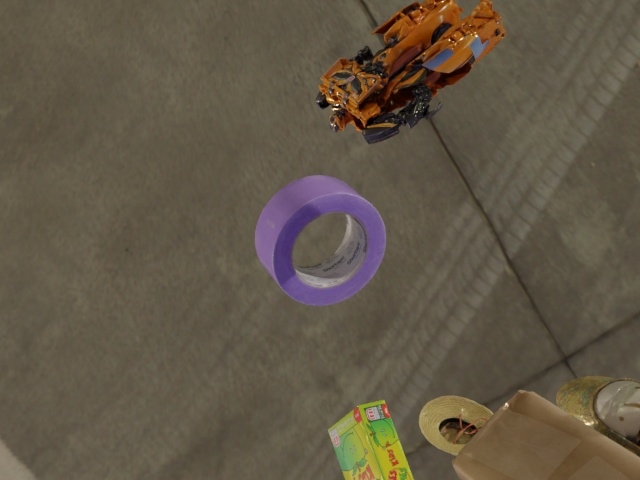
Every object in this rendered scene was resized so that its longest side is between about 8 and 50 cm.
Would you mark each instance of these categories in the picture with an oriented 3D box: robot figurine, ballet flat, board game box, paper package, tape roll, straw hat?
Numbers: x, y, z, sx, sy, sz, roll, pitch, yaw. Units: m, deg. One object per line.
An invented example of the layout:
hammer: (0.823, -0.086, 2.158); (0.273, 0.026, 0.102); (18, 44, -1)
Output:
robot figurine: (0.123, -0.268, 1.515); (0.291, 0.211, 0.085); (-39, 134, -9)
ballet flat: (0.496, 0.272, 1.429); (0.123, 0.348, 0.123); (-33, 139, -34)
board game box: (0.075, 0.305, 1.270); (0.043, 0.181, 0.092); (-7, 155, -32)
paper package: (0.375, 0.403, 1.334); (0.168, 0.325, 0.309); (-40, 117, -12)
tape roll: (0.000, 0.000, 1.545); (0.189, 0.080, 0.189); (-11, 118, -21)
straw hat: (0.241, 0.345, 1.766); (0.144, 0.144, 0.061); (-1, 130, -7)
